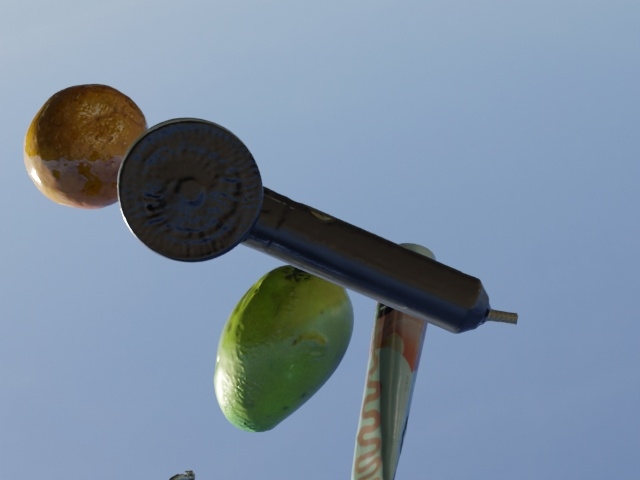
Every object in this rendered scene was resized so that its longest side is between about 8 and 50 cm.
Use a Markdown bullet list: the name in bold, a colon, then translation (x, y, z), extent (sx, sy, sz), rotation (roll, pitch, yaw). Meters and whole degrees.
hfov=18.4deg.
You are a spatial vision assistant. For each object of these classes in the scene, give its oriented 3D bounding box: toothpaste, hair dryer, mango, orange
- **toothpaste**: translation (0.044, 0.093, 1.276), extent (0.036, 0.205, 0.056), rotation (22, 143, -15)
- **hair dryer**: translation (0.000, 0.000, 1.015), extent (0.219, 0.071, 0.124), rotation (22, -177, -4)
- **mango**: translation (-0.037, 0.106, 1.875), extent (0.119, 0.178, 0.100), rotation (21, -162, -19)
- **orange**: translation (-0.148, -0.059, 1.260), extent (0.083, 0.083, 0.070), rotation (-14, 160, -26)

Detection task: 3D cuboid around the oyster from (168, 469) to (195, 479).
- **oyster**: translation (-0.117, 0.280, 1.152), extent (0.158, 0.351, 0.162), rotation (40, -141, 11)
